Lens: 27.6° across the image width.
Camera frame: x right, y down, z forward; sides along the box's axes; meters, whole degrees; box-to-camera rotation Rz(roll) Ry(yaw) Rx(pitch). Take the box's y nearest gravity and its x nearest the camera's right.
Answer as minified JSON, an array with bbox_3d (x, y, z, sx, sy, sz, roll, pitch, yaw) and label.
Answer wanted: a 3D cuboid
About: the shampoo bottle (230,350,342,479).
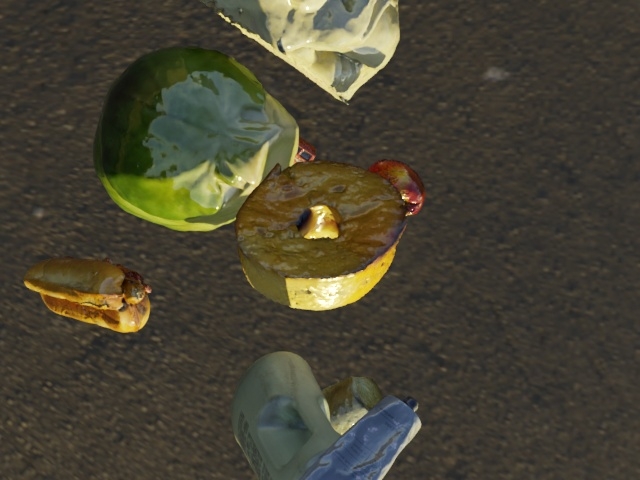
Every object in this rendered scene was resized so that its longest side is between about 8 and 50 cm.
[{"bbox_3d":[-0.013,0.215,1.236,0.087,0.234,0.118,6,115,-24],"label":"shampoo bottle"}]

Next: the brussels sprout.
[{"bbox_3d":[-0.146,-0.121,1.572,0.210,0.271,0.219,26,80,-55],"label":"brussels sprout"}]

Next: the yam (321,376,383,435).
[{"bbox_3d":[-0.002,0.219,1.570,0.068,0.169,0.068,36,33,-29],"label":"yam"}]

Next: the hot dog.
[{"bbox_3d":[-0.294,0.062,1.690,0.076,0.249,0.102,-50,123,-25],"label":"hot dog"}]

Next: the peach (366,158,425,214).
[{"bbox_3d":[0.092,-0.072,1.629,0.077,0.083,0.050,3,118,-21],"label":"peach"}]

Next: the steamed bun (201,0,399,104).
[{"bbox_3d":[-0.021,-0.325,1.606,0.206,0.275,0.320,-56,158,1],"label":"steamed bun"}]

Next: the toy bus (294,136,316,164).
[{"bbox_3d":[-0.059,-0.143,1.843,0.110,0.031,0.043,33,121,-19],"label":"toy bus"}]

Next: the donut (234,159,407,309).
[{"bbox_3d":[-0.001,0.000,1.365,0.190,0.174,0.075,-69,168,-46],"label":"donut"}]

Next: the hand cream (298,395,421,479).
[{"bbox_3d":[0.009,0.093,0.516,0.030,0.019,0.093,38,58,13],"label":"hand cream"}]
